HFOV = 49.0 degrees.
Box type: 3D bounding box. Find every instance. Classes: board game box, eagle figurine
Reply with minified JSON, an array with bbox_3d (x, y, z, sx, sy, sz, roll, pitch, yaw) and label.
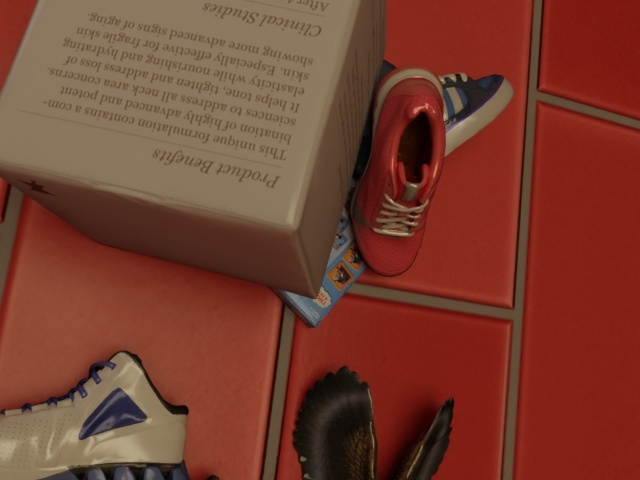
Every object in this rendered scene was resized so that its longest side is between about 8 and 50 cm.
[{"bbox_3d":[0.000,0.000,1.059,0.160,0.039,0.211,46,69,-9],"label":"board game box"},{"bbox_3d":[0.086,0.357,0.984,0.226,0.225,0.298,59,25,-45],"label":"eagle figurine"}]

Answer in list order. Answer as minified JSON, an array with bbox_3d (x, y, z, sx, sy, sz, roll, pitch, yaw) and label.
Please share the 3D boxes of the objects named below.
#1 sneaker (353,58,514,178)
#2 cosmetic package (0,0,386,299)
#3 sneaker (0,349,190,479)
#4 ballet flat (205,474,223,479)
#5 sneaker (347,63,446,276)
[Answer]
[{"bbox_3d":[0.134,-0.239,1.096,0.323,0.130,0.236,-39,97,-20],"label":"sneaker"},{"bbox_3d":[-0.119,-0.181,0.839,0.329,0.327,0.393,14,76,8],"label":"cosmetic package"},{"bbox_3d":[-0.305,0.223,0.880,0.315,0.127,0.182,13,68,-17],"label":"sneaker"},{"bbox_3d":[-0.194,0.439,0.896,0.096,0.095,0.280,11,78,-6],"label":"ballet flat"},{"bbox_3d":[0.103,-0.072,0.957,0.116,0.136,0.314,3,119,-3],"label":"sneaker"}]
